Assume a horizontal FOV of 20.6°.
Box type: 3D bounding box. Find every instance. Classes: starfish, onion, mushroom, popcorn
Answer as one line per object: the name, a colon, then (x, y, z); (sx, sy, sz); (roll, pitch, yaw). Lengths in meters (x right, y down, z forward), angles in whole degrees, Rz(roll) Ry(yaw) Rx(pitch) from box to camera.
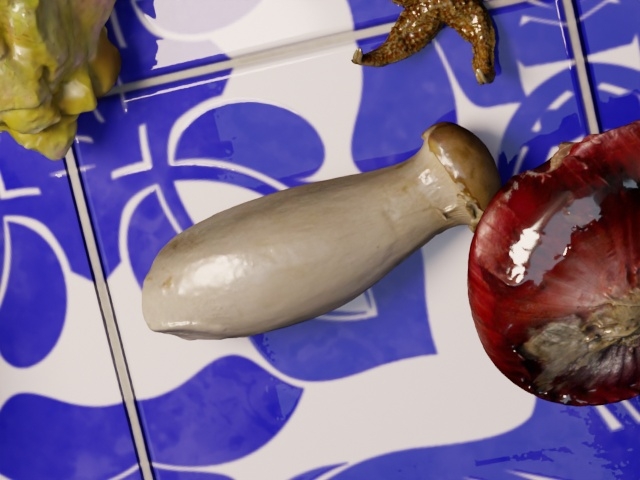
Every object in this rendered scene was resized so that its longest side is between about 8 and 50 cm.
starfish: (0.085, -0.219, 1.592); (0.189, 0.074, 0.146); (22, 101, 6)
onion: (0.242, 0.002, 1.550); (0.272, 0.195, 0.272); (-16, 127, -22)
mushroom: (0.000, 0.000, 1.615); (0.350, 0.128, 0.128); (-25, 94, 6)
popcorn: (-0.300, -0.204, 1.602); (0.212, 0.259, 0.259); (15, 102, 23)
